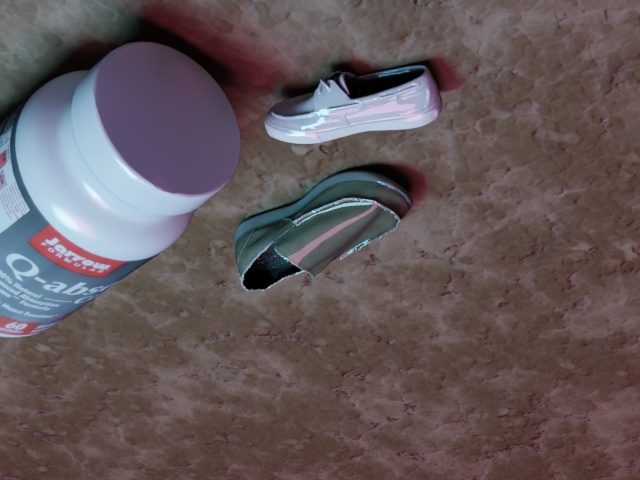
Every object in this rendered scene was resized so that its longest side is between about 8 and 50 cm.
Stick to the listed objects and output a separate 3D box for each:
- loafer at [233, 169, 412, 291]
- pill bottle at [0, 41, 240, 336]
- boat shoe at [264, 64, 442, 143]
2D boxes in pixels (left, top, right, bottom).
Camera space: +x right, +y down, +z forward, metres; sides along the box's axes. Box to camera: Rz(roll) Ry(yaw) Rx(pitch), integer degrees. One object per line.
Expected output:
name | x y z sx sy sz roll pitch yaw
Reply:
loafer | 0.000 0.000 1.765 0.094 0.087 0.251 35 138 -31
pill bottle | -0.258 -0.051 1.649 0.210 0.210 0.363 30 141 -26
boat shoe | 0.028 -0.142 1.583 0.184 0.066 0.063 -2 130 20
